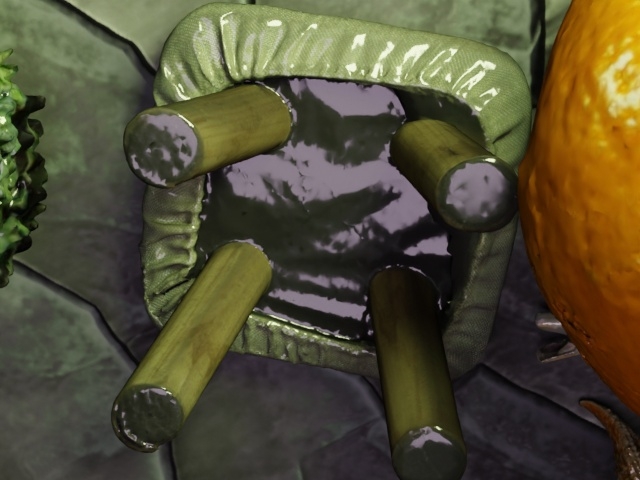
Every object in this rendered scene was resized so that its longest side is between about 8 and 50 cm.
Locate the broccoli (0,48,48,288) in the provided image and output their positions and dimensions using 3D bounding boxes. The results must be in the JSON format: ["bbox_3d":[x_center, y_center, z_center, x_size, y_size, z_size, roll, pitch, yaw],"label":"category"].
[{"bbox_3d":[-0.394,-0.048,1.165,0.348,0.281,0.293,-17,135,-24],"label":"broccoli"}]

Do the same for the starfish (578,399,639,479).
[{"bbox_3d":[0.309,0.256,1.205,0.084,0.301,0.293,-23,107,-20],"label":"starfish"}]

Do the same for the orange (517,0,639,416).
[{"bbox_3d":[0.313,-0.045,0.994,0.326,0.424,0.424,-9,112,33],"label":"orange"}]

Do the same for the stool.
[{"bbox_3d":[0.000,0.000,1.146,0.310,0.226,0.310,8,113,2],"label":"stool"}]

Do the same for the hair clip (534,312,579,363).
[{"bbox_3d":[0.282,0.072,1.229,0.214,0.062,0.056,-10,121,12],"label":"hair clip"}]
